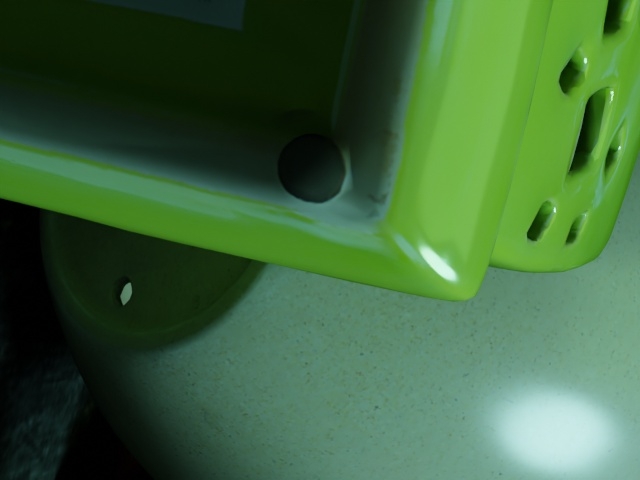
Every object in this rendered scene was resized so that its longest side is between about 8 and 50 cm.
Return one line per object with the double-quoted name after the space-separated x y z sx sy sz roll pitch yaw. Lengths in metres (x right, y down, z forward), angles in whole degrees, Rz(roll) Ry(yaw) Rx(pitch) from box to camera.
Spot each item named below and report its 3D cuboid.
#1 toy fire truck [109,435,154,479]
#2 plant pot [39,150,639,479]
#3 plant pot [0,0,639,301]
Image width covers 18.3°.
-0.056 0.160 1.055 0.246 0.158 0.217 -101 -160 -54 "toy fire truck"
0.000 0.000 0.800 0.191 0.284 0.284 20 81 -50 "plant pot"
-0.013 -0.109 0.566 0.207 0.227 0.228 -30 133 -72 "plant pot"
